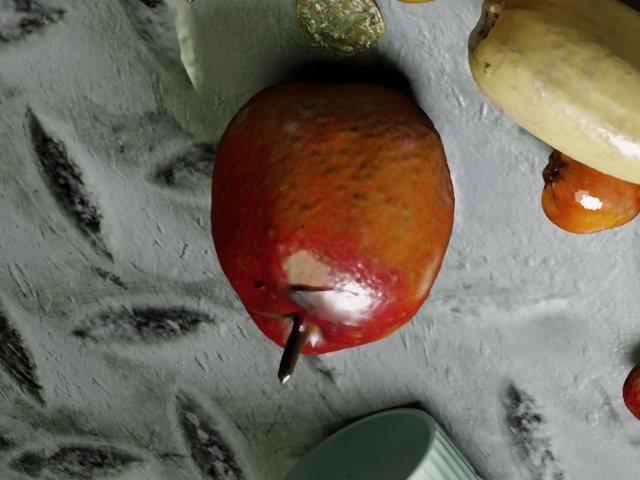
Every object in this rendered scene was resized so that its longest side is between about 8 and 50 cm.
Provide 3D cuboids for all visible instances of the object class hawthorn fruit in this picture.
[{"bbox_3d":[0.000,0.000,1.971,0.285,0.368,0.284,12,151,7],"label":"hawthorn fruit"},{"bbox_3d":[0.304,-0.069,1.940,0.125,0.140,0.125,24,119,52],"label":"hawthorn fruit"}]

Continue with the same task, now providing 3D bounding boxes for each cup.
[{"bbox_3d":[0.104,0.462,2.362,0.401,0.310,0.392,-20,113,34],"label":"cup"}]

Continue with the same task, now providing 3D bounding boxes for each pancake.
[{"bbox_3d":[0.023,-0.247,1.974,0.108,0.017,0.108,11,134,12],"label":"pancake"}]

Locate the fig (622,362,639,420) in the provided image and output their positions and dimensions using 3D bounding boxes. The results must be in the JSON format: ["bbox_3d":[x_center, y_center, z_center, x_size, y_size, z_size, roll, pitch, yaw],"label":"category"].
[{"bbox_3d":[0.440,0.184,2.091,0.153,0.119,0.119,-24,116,36],"label":"fig"}]

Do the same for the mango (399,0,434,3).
[{"bbox_3d":[0.159,-0.308,1.730,0.249,0.156,0.151,-12,122,-20],"label":"mango"}]

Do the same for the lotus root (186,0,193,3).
[{"bbox_3d":[-0.159,-0.311,1.993,0.037,0.030,0.083,22,141,51],"label":"lotus root"}]

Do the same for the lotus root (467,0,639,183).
[{"bbox_3d":[0.309,-0.149,1.823,0.343,0.169,0.151,30,140,-4],"label":"lotus root"}]
